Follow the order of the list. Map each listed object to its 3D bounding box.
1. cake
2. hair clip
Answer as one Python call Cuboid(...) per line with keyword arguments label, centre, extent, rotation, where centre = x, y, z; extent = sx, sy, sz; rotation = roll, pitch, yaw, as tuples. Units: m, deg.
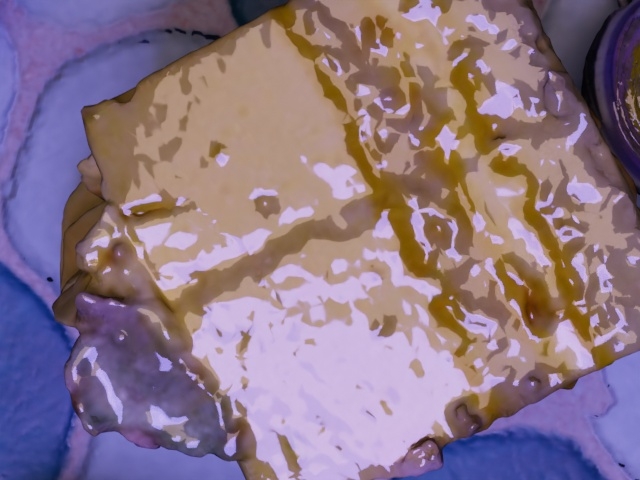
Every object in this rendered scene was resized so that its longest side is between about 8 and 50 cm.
Cuboid(label="cake", centre=(0.000, 0.000, 0.966), extent=(0.286, 0.227, 0.222), rotation=(-29, 92, 4))
Cuboid(label="hair clip", centre=(0.186, -0.084, 1.027), extent=(0.116, 0.049, 0.172), rotation=(-13, 91, -20))
